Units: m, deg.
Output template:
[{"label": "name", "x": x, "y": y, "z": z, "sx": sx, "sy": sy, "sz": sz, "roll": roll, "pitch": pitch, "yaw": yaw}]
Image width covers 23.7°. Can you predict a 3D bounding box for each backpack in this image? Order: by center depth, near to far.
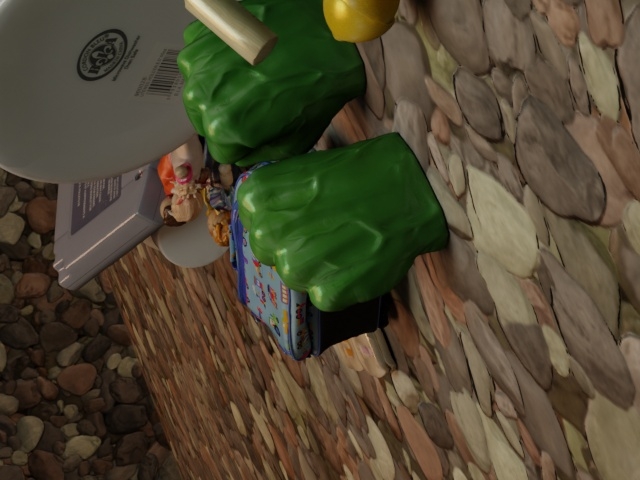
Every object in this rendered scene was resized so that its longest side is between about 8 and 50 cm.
[{"label": "backpack", "x": -0.023, "y": -0.002, "z": 1.348, "sx": 0.173, "sy": 0.117, "sz": 0.158, "roll": 49, "pitch": 151, "yaw": 36}]

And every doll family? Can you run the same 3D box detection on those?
[{"label": "doll family", "x": -0.114, "y": -0.074, "z": 1.658, "sx": 0.263, "sy": 0.118, "sz": 0.163, "roll": 173, "pitch": 93, "yaw": -81}]

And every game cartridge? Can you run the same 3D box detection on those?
[{"label": "game cartridge", "x": -0.247, "y": -0.099, "z": 1.880, "sx": 0.196, "sy": 0.060, "sz": 0.294, "roll": -38, "pitch": 40, "yaw": 34}]

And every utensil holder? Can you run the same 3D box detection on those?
[{"label": "utensil holder", "x": -0.269, "y": -0.292, "z": 1.464, "sx": 0.385, "sy": 0.327, "sz": 0.328, "roll": 57, "pitch": 163, "yaw": 33}]

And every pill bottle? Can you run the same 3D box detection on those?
[{"label": "pill bottle", "x": -0.192, "y": -0.059, "z": 1.943, "sx": 0.229, "sy": 0.131, "sz": 0.131, "roll": 48, "pitch": 156, "yaw": 55}]

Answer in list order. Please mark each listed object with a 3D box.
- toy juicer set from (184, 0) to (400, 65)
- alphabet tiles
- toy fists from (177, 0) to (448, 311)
[{"label": "toy juicer set", "x": -0.025, "y": -0.227, "z": 1.057, "sx": 0.209, "sy": 0.089, "sz": 0.329, "roll": 51, "pitch": 151, "yaw": -10}, {"label": "alphabet tiles", "x": 0.000, "y": 0.000, "z": 1.531, "sx": 0.278, "sy": 0.021, "sz": 0.284, "roll": 179, "pitch": 69, "yaw": -76}, {"label": "toy fists", "x": -0.019, "y": -0.073, "z": 1.225, "sx": 0.279, "sy": 0.142, "sz": 0.096, "roll": 64, "pitch": 164, "yaw": 16}]
